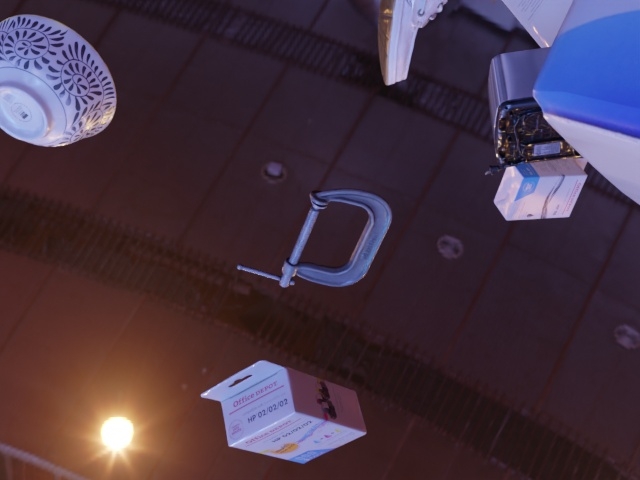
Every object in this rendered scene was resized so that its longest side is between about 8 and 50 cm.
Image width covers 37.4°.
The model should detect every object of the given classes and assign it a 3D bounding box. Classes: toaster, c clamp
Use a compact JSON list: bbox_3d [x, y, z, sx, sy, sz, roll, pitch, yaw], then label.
[{"bbox_3d":[0.337,-0.199,1.447,0.185,0.168,0.110,-7,-121,6],"label":"toaster"},{"bbox_3d":[0.000,0.000,1.041,0.137,0.161,0.022,19,-144,-15],"label":"c clamp"}]

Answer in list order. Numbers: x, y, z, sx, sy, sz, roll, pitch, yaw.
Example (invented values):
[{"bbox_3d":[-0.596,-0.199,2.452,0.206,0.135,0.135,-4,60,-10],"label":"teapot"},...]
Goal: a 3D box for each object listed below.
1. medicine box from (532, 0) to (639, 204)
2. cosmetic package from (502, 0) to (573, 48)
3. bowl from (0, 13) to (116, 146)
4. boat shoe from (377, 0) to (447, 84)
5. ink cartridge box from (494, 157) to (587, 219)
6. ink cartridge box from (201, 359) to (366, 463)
[{"bbox_3d":[0.259,-0.114,0.293,0.263,0.289,0.149,26,180,44],"label":"medicine box"},{"bbox_3d":[0.486,-0.386,1.645,0.197,0.155,0.366,-11,-120,-39],"label":"cosmetic package"},{"bbox_3d":[-0.330,-0.167,1.097,0.170,0.170,0.080,18,-136,4],"label":"bowl"},{"bbox_3d":[0.139,-0.350,1.335,0.096,0.277,0.098,1,-149,-10],"label":"boat shoe"},{"bbox_3d":[0.434,-0.099,1.805,0.180,0.104,0.060,-4,-139,-21],"label":"ink cartridge box"},{"bbox_3d":[-0.042,0.206,1.120,0.181,0.104,0.062,28,-141,-47],"label":"ink cartridge box"}]
